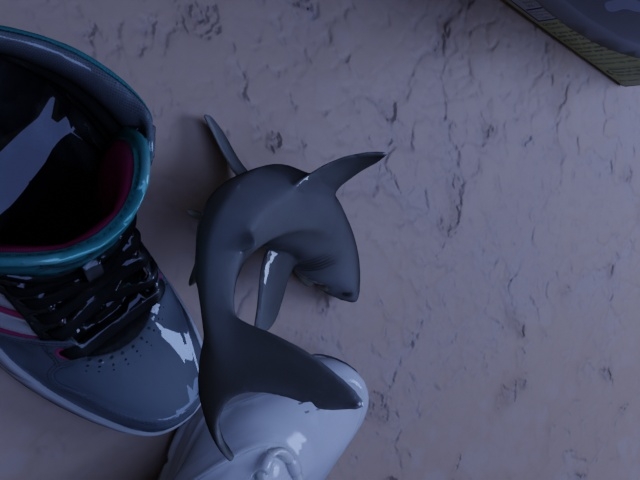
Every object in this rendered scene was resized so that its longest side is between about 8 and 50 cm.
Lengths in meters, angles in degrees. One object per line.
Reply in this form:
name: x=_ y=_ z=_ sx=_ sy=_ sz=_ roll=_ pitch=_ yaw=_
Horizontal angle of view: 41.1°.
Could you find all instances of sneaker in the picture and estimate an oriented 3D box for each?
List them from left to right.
sneaker: x=-0.126 y=0.005 z=0.434 sx=0.124 sy=0.178 sz=0.295 roll=-47 pitch=118 yaw=-21
sneaker: x=-0.066 y=0.186 z=0.522 sx=0.297 sy=0.129 sz=0.111 roll=-42 pitch=114 yaw=-25

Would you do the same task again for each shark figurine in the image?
shark figurine: x=-0.012 y=-0.010 z=0.487 sx=0.116 sy=0.278 sz=0.166 roll=-24 pitch=97 yaw=15

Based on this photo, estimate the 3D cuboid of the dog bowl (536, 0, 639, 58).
dog bowl: x=0.251 y=-0.301 z=0.559 sx=0.349 sy=0.102 sz=0.348 roll=0 pitch=91 yaw=-22

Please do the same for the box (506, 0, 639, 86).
box: x=0.256 y=-0.275 z=0.704 sx=0.243 sy=0.117 sz=0.213 roll=22 pitch=82 yaw=-34
